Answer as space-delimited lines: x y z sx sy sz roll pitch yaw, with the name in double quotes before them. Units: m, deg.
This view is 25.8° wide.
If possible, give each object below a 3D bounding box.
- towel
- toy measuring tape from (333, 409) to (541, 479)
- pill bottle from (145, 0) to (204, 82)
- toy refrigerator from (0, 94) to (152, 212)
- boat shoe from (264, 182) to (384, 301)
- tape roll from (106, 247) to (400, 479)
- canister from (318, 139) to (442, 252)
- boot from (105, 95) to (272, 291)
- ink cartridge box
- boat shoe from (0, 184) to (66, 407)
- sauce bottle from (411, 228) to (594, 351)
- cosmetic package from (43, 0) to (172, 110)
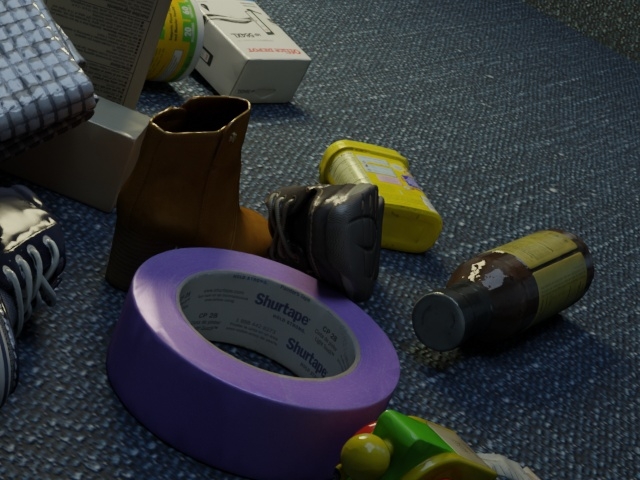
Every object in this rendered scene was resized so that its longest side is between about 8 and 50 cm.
"towel" -0.402 -0.193 1.512 0.235 0.121 0.283 -28 69 -28
"toy measuring tape" 0.104 0.235 1.286 0.121 0.121 0.330 41 7 36
"pill bottle" -0.299 -0.298 1.974 0.246 0.136 0.136 -1 33 -42
"toy refrigerator" -0.345 -0.140 1.642 0.270 0.102 0.094 21 24 -1
"boat shoe" 0.000 0.000 1.579 0.130 0.132 0.355 4 -2 5
"tape roll" -0.065 0.115 1.363 0.275 0.090 0.275 18 24 -8
"canister" 0.081 -0.059 1.881 0.126 0.073 0.170 11 28 -25
"boot" -0.110 -0.061 1.543 0.104 0.211 0.295 34 26 23
"ink cartridge box" -0.134 -0.306 2.163 0.148 0.086 0.203 -9 47 -49
"boat shoe" -0.292 0.036 1.274 0.158 0.127 0.340 -2 32 -30
"sauce bottle" 0.221 0.061 1.701 0.111 0.111 0.344 34 25 25
"cosmetic package" -0.279 -0.266 1.710 0.160 0.309 0.113 17 25 -16
